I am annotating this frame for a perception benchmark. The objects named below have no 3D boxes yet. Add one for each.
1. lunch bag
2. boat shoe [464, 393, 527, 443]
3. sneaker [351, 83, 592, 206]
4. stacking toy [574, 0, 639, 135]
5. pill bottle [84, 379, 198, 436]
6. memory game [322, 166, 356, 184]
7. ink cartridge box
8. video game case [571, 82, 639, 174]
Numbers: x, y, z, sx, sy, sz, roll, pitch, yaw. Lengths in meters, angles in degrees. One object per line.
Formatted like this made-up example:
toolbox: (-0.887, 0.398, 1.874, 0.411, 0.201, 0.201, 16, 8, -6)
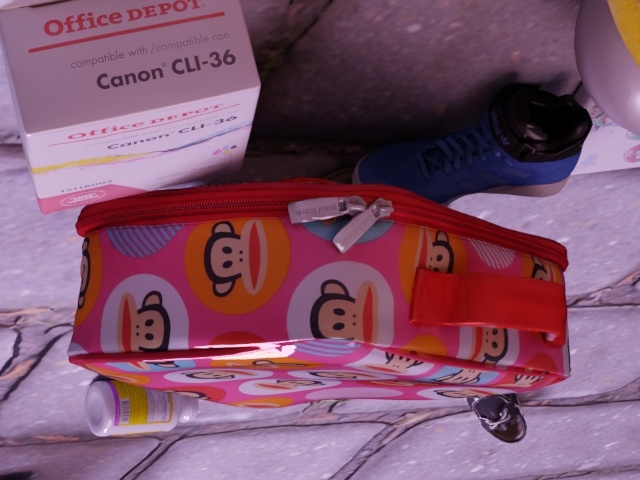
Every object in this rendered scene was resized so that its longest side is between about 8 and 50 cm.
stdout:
lunch bag: (0.021, 0.039, 0.996, 0.258, 0.120, 0.293, -4, 169, 34)
boat shoe: (0.169, 0.164, 1.578, 0.046, 0.038, 0.125, -22, 155, 8)
sneaker: (0.098, -0.061, 1.042, 0.152, 0.058, 0.084, -4, 148, -17)
stacking toy: (0.250, -0.147, 0.760, 0.350, 0.350, 0.480, -12, 172, -13)
pill bottle: (-0.139, 0.129, 1.295, 0.083, 0.043, 0.043, 0, 150, -34)
memory game: (0.000, 0.000, 1.156, 0.186, 0.012, 0.186, -15, 155, -7)
ink cartridge box: (-0.095, -0.076, 0.818, 0.115, 0.067, 0.198, -13, 169, -9)
video game case: (0.231, -0.094, 1.106, 0.143, 0.019, 0.157, -8, 154, -20)
